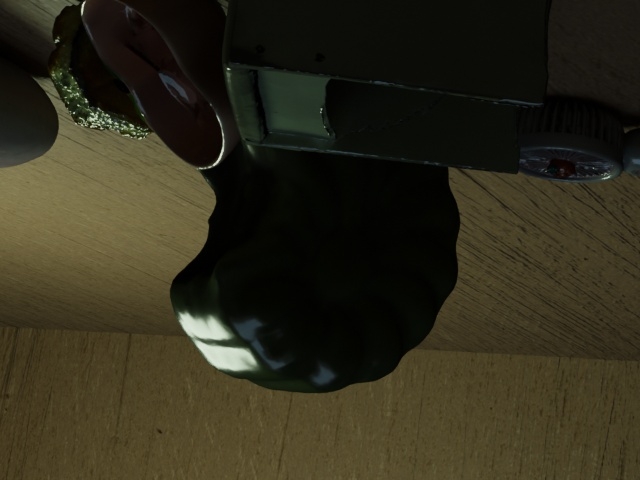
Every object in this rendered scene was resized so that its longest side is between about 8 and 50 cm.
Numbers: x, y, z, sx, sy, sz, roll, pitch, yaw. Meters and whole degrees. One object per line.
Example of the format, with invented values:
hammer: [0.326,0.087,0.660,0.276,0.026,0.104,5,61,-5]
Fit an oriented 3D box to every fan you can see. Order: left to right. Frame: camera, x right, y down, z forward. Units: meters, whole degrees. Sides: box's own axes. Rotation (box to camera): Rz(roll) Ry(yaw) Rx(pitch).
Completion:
fan: [0.324,-0.097,1.873,0.244,0.074,0.130,7,166,6]

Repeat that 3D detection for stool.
stool: [0.061,-0.178,1.493,0.269,0.170,0.243,8,168,3]

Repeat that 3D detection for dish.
dish: [-0.131,-0.178,1.668,0.213,0.090,0.213,42,158,21]

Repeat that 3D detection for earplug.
earplug: [-0.407,-0.158,1.966,0.172,0.172,0.301,1,172,30]

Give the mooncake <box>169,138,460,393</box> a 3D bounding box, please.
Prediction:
mooncake: [0.000,0.000,1.914,0.351,0.351,0.187,19,166,-37]

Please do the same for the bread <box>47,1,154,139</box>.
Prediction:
bread: [-0.212,-0.175,1.780,0.140,0.128,0.069,20,164,-33]
